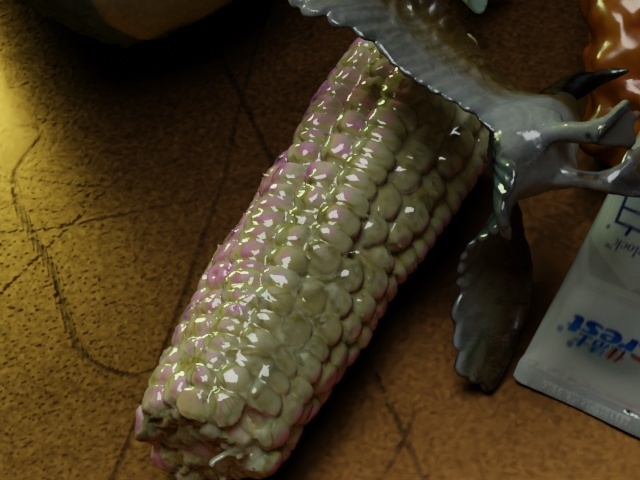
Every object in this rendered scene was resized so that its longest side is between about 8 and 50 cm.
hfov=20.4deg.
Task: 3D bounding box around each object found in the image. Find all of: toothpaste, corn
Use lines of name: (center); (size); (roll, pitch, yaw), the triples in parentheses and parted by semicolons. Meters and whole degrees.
toothpaste: (0.220, -0.046, 1.060); (0.100, 0.066, 0.323); (23, 92, 24)
corn: (-0.001, 0.001, 1.102); (0.126, 0.127, 0.335); (21, 60, 25)

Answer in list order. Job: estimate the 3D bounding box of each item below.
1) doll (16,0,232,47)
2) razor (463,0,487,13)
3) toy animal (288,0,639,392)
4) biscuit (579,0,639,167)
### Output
doll: (-0.186, -0.295, 1.308); (0.247, 0.247, 0.349); (-38, 47, -20)
razor: (0.173, -0.293, 1.261); (0.278, 0.056, 0.111); (-53, 33, 14)
toy animal: (0.131, -0.051, 1.041); (0.197, 0.273, 0.160); (-24, 19, -22)
biscuit: (0.325, -0.184, 1.169); (0.312, 0.110, 0.318); (0, 67, 13)
